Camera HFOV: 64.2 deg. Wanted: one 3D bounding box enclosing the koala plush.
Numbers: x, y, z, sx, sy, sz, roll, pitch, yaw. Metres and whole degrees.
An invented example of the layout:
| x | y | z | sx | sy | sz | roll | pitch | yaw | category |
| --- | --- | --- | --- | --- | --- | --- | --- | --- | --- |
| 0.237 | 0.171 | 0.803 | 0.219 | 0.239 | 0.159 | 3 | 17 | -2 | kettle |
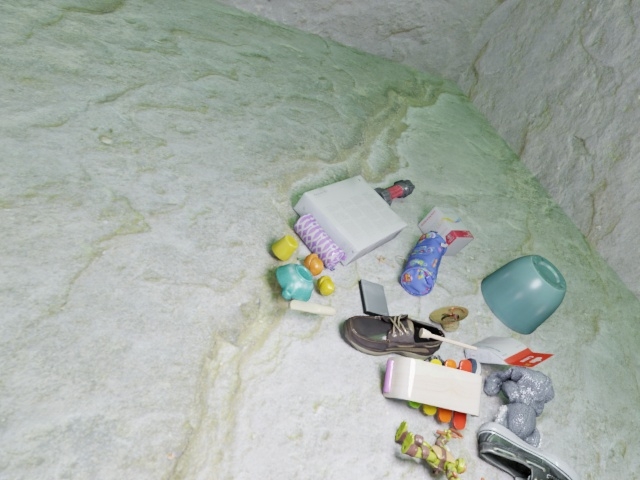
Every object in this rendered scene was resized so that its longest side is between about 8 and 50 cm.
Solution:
| x | y | z | sx | sy | sz | roll | pitch | yaw | category |
| --- | --- | --- | --- | --- | --- | --- | --- | --- | --- |
| 0.629 | 0.533 | 1.614 | 0.196 | 0.203 | 0.221 | 38 | 48 | 0 | koala plush |

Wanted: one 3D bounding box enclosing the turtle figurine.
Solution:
| x | y | z | sx | sy | sz | roll | pitch | yaw | category |
| --- | --- | --- | --- | --- | --- | --- | --- | --- | --- |
| 0.310 | 0.570 | 1.376 | 0.217 | 0.087 | 0.269 | 29 | 17 | -6 | turtle figurine |

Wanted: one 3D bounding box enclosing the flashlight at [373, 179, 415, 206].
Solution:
| x | y | z | sx | sy | sz | roll | pitch | yaw | category |
| --- | --- | --- | --- | --- | --- | --- | --- | --- | --- |
| 0.307 | -0.198 | 2.168 | 0.103 | 0.103 | 0.304 | 48 | 38 | 14 | flashlight |

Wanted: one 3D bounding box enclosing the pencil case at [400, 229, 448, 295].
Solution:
| x | y | z | sx | sy | sz | roll | pitch | yaw | category |
| --- | --- | --- | --- | --- | --- | --- | --- | --- | --- |
| 0.399 | 0.082 | 1.929 | 0.120 | 0.133 | 0.306 | 62 | 34 | -17 | pencil case |

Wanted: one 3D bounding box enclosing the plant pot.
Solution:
| x | y | z | sx | sy | sz | roll | pitch | yaw | category |
| --- | --- | --- | --- | --- | --- | --- | --- | --- | --- |
| 0.853 | 0.199 | 2.095 | 0.292 | 0.235 | 0.293 | 23 | 39 | -20 | plant pot |

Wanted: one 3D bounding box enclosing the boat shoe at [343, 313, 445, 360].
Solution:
| x | y | z | sx | sy | sz | roll | pitch | yaw | category |
| --- | --- | --- | --- | --- | --- | --- | --- | --- | --- |
| 0.235 | 0.278 | 1.582 | 0.355 | 0.130 | 0.133 | 14 | 43 | -29 | boat shoe |

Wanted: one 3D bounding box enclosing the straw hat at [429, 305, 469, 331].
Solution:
| x | y | z | sx | sy | sz | roll | pitch | yaw | category |
| --- | --- | --- | --- | --- | --- | --- | --- | --- | --- |
| 0.463 | 0.289 | 1.815 | 0.144 | 0.144 | 0.061 | -31 | 116 | -52 | straw hat |

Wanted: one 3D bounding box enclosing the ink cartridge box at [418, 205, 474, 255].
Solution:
| x | y | z | sx | sy | sz | roll | pitch | yaw | category |
| --- | --- | --- | --- | --- | --- | --- | --- | --- | --- |
| 0.530 | -0.041 | 2.166 | 0.127 | 0.128 | 0.176 | 0 | 51 | -40 | ink cartridge box |

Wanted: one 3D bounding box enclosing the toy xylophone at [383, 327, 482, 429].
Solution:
| x | y | z | sx | sy | sz | roll | pitch | yaw | category |
| --- | --- | --- | --- | --- | --- | --- | --- | --- | --- |
| 0.349 | 0.401 | 1.495 | 0.322 | 0.081 | 0.237 | 24 | 68 | -10 | toy xylophone |

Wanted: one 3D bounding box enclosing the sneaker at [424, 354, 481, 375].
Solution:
| x | y | z | sx | sy | sz | roll | pitch | yaw | category |
| --- | --- | --- | --- | --- | --- | --- | --- | --- | --- |
| 0.420 | 0.410 | 1.635 | 0.163 | 0.086 | 0.226 | 45 | 38 | 4 | sneaker |

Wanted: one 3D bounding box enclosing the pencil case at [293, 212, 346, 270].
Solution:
| x | y | z | sx | sy | sz | roll | pitch | yaw | category |
| --- | --- | --- | --- | --- | --- | --- | --- | --- | --- |
| 0.000 | 0.000 | 1.716 | 0.088 | 0.086 | 0.206 | -27 | 70 | -42 | pencil case |

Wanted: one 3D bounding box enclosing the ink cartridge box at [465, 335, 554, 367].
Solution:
| x | y | z | sx | sy | sz | roll | pitch | yaw | category |
| --- | --- | --- | --- | --- | --- | --- | --- | --- | --- |
| 0.648 | 0.379 | 1.752 | 0.189 | 0.232 | 0.066 | -6 | 86 | -44 | ink cartridge box |

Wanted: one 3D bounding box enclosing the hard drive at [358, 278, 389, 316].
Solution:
| x | y | z | sx | sy | sz | roll | pitch | yaw | category |
| --- | --- | --- | --- | --- | --- | --- | --- | --- | --- |
| 0.179 | 0.198 | 1.711 | 0.094 | 0.022 | 0.135 | 19 | 41 | -24 | hard drive |

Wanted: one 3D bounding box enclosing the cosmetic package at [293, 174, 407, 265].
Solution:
| x | y | z | sx | sy | sz | roll | pitch | yaw | category |
| --- | --- | --- | --- | --- | --- | --- | --- | --- | --- |
| 0.121 | -0.088 | 1.903 | 0.284 | 0.097 | 0.377 | 50 | 38 | 13 | cosmetic package |

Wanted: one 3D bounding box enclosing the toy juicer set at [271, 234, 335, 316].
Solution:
| x | y | z | sx | sy | sz | roll | pitch | yaw | category |
| --- | --- | --- | --- | --- | --- | --- | --- | --- | --- |
| -0.047 | 0.141 | 1.539 | 0.209 | 0.089 | 0.329 | 32 | 27 | -30 | toy juicer set |

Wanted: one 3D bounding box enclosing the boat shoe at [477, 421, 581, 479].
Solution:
| x | y | z | sx | sy | sz | roll | pitch | yaw | category |
| --- | --- | --- | --- | --- | --- | --- | --- | --- | --- |
| 0.606 | 0.675 | 1.506 | 0.335 | 0.121 | 0.119 | 29 | 45 | 5 | boat shoe |

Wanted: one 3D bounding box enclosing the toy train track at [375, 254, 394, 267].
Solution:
| x | y | z | sx | sy | sz | roll | pitch | yaw | category |
| --- | --- | --- | --- | --- | --- | --- | --- | --- | --- |
| 0.244 | 0.077 | 1.899 | 0.083 | 0.014 | 0.048 | 30 | 38 | -12 | toy train track |
